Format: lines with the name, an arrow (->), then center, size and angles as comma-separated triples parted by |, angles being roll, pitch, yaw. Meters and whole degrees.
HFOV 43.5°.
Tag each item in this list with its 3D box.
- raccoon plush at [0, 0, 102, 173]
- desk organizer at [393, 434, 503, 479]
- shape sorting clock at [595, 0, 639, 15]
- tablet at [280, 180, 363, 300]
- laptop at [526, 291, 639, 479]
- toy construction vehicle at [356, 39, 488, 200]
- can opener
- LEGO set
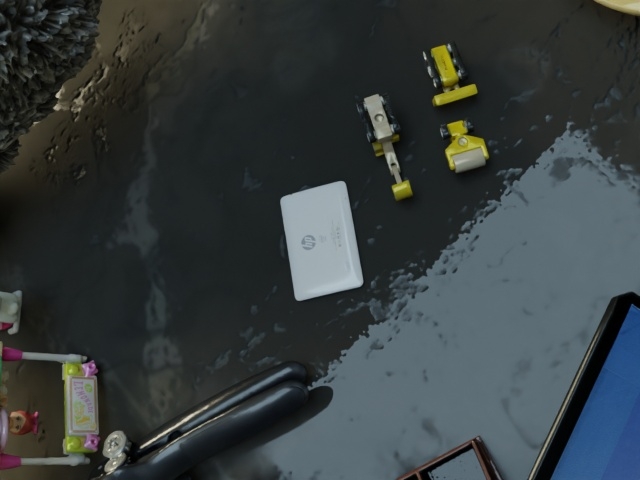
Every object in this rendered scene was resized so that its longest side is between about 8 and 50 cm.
raccoon plush -> -0.239, -0.111, 0.660 | 0.446, 0.299, 0.216 | -16, 52, -18
desk organizer -> 0.053, 0.177, 0.515 | 0.130, 0.050, 0.047 | -31, 69, 10
shape sorting clock -> 0.257, -0.243, 0.554 | 0.206, 0.040, 0.206 | -6, 74, 21
tablet -> 0.000, 0.000, 0.602 | 0.054, 0.006, 0.083 | -14, 72, 16
laptop -> 0.230, 0.190, 0.405 | 0.264, 0.136, 0.234 | 25, 86, 23
toy construction vehicle -> 0.076, -0.085, 0.586 | 0.085, 0.035, 0.098 | -20, 74, 2
can opener -> -0.088, 0.142, 0.578 | 0.186, 0.073, 0.059 | -36, 29, 4
LEGO set -> -0.240, 0.181, 0.610 | 0.132, 0.107, 0.287 | -6, 77, 54
